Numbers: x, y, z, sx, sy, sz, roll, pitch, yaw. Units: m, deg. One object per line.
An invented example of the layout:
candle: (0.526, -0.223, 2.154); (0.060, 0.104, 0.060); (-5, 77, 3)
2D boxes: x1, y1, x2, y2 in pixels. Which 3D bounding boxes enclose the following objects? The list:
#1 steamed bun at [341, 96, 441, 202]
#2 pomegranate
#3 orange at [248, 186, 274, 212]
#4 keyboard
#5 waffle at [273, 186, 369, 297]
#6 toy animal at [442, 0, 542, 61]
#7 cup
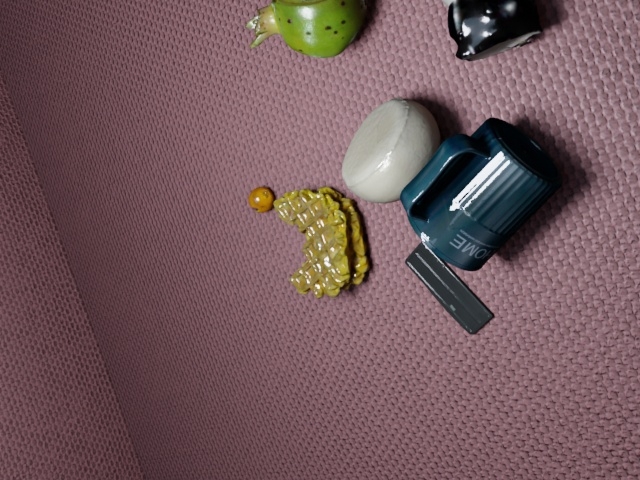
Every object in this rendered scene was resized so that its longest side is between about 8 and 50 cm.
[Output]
steamed bun: (0.194, -0.214, 1.671); (0.177, 0.283, 0.283); (29, 129, -21)
pomegranate: (-0.036, -0.592, 1.715); (0.340, 0.260, 0.260); (-18, 91, 13)
orange: (-0.186, -0.128, 2.082); (0.083, 0.083, 0.084); (11, 109, 35)
keyboard: (0.375, 0.167, 1.766); (0.381, 0.041, 0.103); (54, 128, 21)
waffle: (0.000, 0.000, 1.931); (0.261, 0.151, 0.324); (-9, 100, 34)
toy animal: (0.373, -0.547, 1.473); (0.212, 0.212, 0.267); (-12, 92, 39)
cup: (0.360, -0.126, 1.543); (0.308, 0.242, 0.292); (32, 123, -13)
